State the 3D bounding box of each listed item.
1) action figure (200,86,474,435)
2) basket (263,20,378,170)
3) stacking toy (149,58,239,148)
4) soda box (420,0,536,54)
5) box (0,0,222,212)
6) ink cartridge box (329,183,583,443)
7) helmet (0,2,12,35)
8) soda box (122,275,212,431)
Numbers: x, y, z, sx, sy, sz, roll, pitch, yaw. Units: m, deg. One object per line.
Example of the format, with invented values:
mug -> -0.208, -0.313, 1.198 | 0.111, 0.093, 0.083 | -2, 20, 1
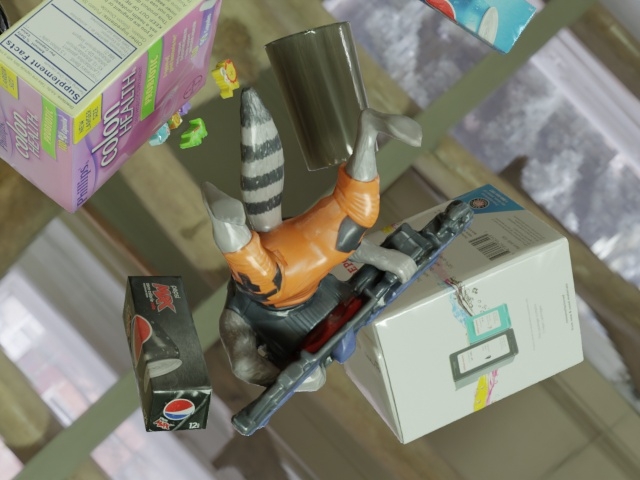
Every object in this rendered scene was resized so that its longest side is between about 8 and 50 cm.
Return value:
action figure -> 0.000, 0.000, 1.086 | 0.341, 0.178, 0.330 | -39, 158, -31
basket -> 0.009, -0.244, 1.947 | 0.154, 0.227, 0.204 | -15, -175, 11
stacking toy -> -0.229, -0.188, 1.674 | 0.167, 0.052, 0.221 | -11, -150, 24
soda box -> 0.177, -0.331, 1.498 | 0.071, 0.210, 0.067 | -57, 180, 8
box -> -0.232, -0.188, 1.241 | 0.243, 0.117, 0.213 | -48, 173, -27
ink cartridge box -> 0.165, 0.089, 1.473 | 0.270, 0.197, 0.198 | -22, -150, -13
helmet -> -0.468, -0.267, 1.376 | 0.169, 0.169, 0.161 | -44, 156, 2
soda box -> -0.149, 0.104, 1.084 | 0.169, 0.060, 0.053 | -115, -148, -50
